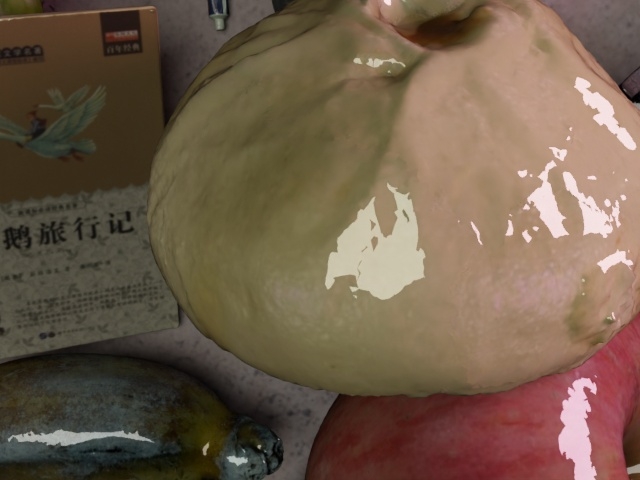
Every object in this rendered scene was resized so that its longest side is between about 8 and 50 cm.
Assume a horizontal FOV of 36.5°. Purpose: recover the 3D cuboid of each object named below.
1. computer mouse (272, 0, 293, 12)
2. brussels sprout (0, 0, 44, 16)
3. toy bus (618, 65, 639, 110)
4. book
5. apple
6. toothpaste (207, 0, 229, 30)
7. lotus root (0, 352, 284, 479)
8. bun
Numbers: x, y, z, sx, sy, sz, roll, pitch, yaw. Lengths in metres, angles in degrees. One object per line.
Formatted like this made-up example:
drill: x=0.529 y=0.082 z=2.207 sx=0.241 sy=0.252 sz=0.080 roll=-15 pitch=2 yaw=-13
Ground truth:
computer mouse: x=0.058 y=-0.254 z=0.827 sx=0.231 sy=0.071 sz=0.126 roll=-35 pitch=103 yaw=0
brussels sprout: x=-0.361 y=-0.193 z=0.842 sx=0.244 sy=0.244 sz=0.244 roll=1 pitch=97 yaw=10
toy bus: x=0.368 y=-0.154 z=0.754 sx=0.292 sy=0.133 sz=0.125 roll=-40 pitch=84 yaw=14
book: x=-0.236 y=-0.039 z=0.829 sx=0.217 sy=0.021 sz=0.310 roll=-8 pitch=119 yaw=-16
apple: x=0.147 y=0.191 z=0.744 sx=0.269 sy=0.345 sz=0.344 roll=-26 pitch=92 yaw=42
toothpaste: x=-0.094 y=-0.233 z=0.881 sx=0.027 sy=0.019 sz=0.083 roll=-4 pitch=93 yaw=27
lotus root: x=-0.191 y=0.177 z=0.890 sx=0.322 sy=0.140 sz=0.158 roll=-3 pitch=114 yaw=5
bun: x=0.060 y=-0.069 z=0.663 sx=0.364 sy=0.364 sz=0.202 roll=4 pitch=128 yaw=9
